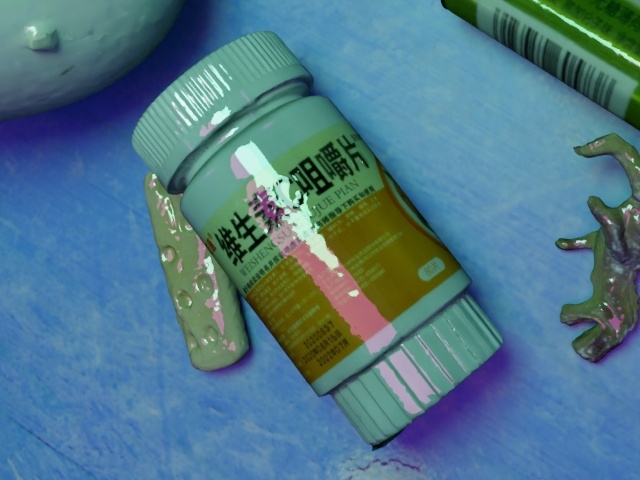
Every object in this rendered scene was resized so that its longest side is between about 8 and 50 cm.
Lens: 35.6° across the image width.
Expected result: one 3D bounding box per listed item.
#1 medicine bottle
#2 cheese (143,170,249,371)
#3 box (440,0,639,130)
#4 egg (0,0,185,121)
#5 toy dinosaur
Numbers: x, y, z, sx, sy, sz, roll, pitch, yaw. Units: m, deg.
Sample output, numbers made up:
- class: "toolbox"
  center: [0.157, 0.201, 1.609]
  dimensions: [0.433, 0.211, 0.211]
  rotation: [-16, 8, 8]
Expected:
- class: "medicine bottle"
  center: [0.000, 0.000, 0.812]
  dimensions: [0.158, 0.158, 0.318]
  rotation: [-39, 84, 16]
- class: "cheese"
  center: [-0.113, 0.023, 0.906]
  dimensions: [0.065, 0.043, 0.194]
  rotation: [-13, 91, 16]
- class: "box"
  center: [0.258, -0.146, 0.727]
  dimensions: [0.345, 0.097, 0.134]
  rotation: [38, 87, 19]
- class: "egg"
  center: [-0.269, -0.252, 0.782]
  dimensions: [0.340, 0.354, 0.354]
  rotation: [13, 98, -2]
- class: "toy dinosaur"
  center: [0.294, -0.010, 0.774]
  dimensions: [0.251, 0.072, 0.199]
  rotation: [-20, 92, 15]
